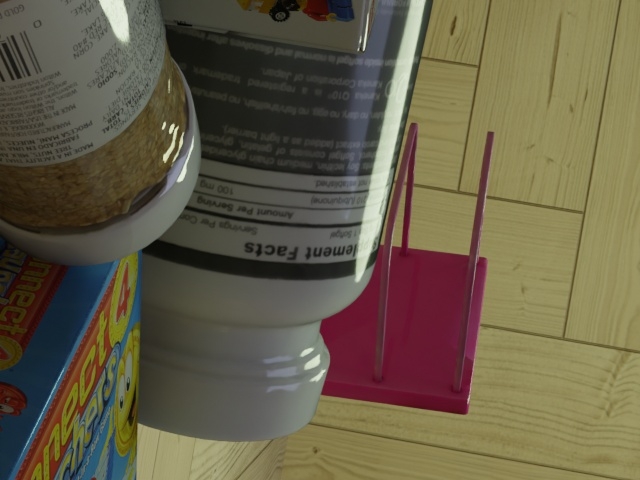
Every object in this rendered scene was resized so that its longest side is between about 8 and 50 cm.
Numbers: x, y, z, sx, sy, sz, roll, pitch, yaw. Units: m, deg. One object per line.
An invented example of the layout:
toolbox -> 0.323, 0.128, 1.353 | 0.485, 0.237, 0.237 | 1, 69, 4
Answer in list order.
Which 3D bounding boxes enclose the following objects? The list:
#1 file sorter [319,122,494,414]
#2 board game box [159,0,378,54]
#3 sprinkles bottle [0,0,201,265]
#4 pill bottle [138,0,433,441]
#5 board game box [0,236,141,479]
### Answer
file sorter -> 0.000, 0.000, 1.306 | 0.202, 0.290, 0.182 | -74, 169, -52
board game box -> -0.056, -0.241, 0.725 | 0.053, 0.193, 0.305 | -74, 173, -48
sprinkles bottle -> -0.125, -0.100, 0.614 | 0.355, 0.121, 0.121 | 86, 15, -70
pill bottle -> -0.052, -0.071, 0.970 | 0.210, 0.210, 0.363 | -64, 167, -73
board game box -> -0.175, 0.175, 0.787 | 0.308, 0.086, 0.302 | -74, 172, -54
